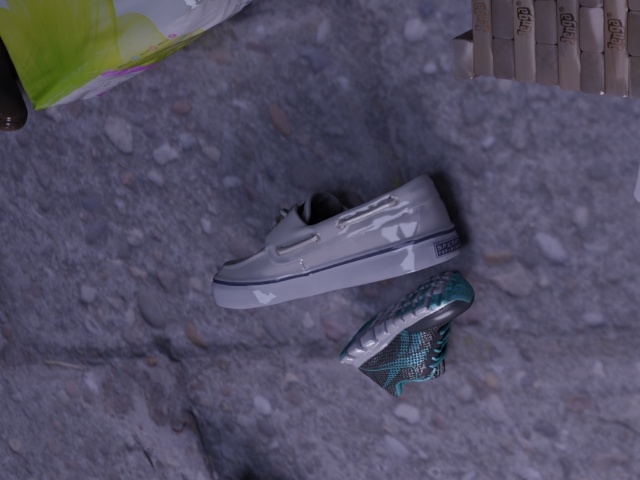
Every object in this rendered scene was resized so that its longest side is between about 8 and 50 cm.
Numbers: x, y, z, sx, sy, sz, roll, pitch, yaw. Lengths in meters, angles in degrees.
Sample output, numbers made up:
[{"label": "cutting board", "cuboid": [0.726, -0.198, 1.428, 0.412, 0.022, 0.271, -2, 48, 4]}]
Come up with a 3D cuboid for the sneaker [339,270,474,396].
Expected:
[{"label": "sneaker", "cuboid": [0.091, 0.087, 1.173, 0.076, 0.065, 0.166, 45, 138, -6]}]

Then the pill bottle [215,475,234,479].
[{"label": "pill bottle", "cuboid": [-0.058, 0.326, 1.382, 0.169, 0.094, 0.094, 37, 130, 24]}]

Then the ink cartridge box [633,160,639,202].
[{"label": "ink cartridge box", "cuboid": [0.315, -0.051, 0.897, 0.181, 0.061, 0.104, 24, 123, 32]}]

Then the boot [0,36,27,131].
[{"label": "boot", "cuboid": [-0.374, -0.226, 1.415, 0.219, 0.082, 0.106, 54, 137, 11]}]

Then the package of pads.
[{"label": "package of pads", "cuboid": [-0.209, -0.267, 1.235, 0.296, 0.101, 0.229, -22, 94, 45]}]

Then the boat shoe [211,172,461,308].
[{"label": "boat shoe", "cuboid": [0.000, 0.000, 1.180, 0.267, 0.096, 0.088, -13, 96, 43]}]

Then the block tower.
[{"label": "block tower", "cuboid": [0.244, -0.139, 0.832, 0.335, 0.091, 0.097, 12, 117, 37]}]
